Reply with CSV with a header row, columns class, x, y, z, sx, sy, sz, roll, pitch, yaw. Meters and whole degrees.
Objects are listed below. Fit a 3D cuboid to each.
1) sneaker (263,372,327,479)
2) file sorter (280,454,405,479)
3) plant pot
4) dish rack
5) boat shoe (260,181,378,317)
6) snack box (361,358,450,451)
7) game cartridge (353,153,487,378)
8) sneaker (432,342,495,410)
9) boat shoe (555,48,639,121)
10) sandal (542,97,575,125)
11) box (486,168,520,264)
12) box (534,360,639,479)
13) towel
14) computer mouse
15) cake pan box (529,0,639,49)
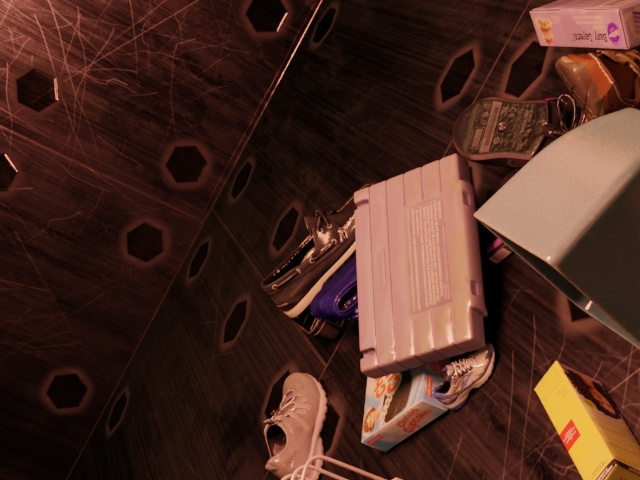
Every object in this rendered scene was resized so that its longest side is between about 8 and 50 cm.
class,x,y,z,sx,sy,sz,roll,pitch,yaw
sneaker,-0.057,0.359,2.344,0.105,0.115,0.281,-51,24,29
file sorter,-0.010,0.490,1.948,0.278,0.173,0.193,132,158,-57
plant pot,0.405,-0.031,1.560,0.252,0.247,0.248,-51,22,2
dish rack,0.037,0.071,2.516,0.272,0.074,0.208,-62,23,1
boat shoe,-0.001,-0.001,2.435,0.340,0.113,0.127,-50,16,16
snack box,0.157,0.196,2.107,0.187,0.060,0.322,-44,28,44
game cartridge,0.168,0.042,2.014,0.230,0.068,0.355,-17,57,27
sneaker,0.231,0.217,1.915,0.135,0.058,0.052,-55,23,20
boat shoe,0.428,-0.232,1.724,0.120,0.123,0.324,-33,-8,15
sandal,0.398,-0.222,2.051,0.179,0.040,0.067,-12,55,64
box,0.331,-0.052,2.030,0.116,0.029,0.162,-44,27,41
box,0.359,0.253,1.538,0.058,0.087,0.232,-56,23,20
towel,0.093,0.072,2.264,0.227,0.076,0.308,-44,4,-10
computer mouse,0.347,-0.170,2.014,0.272,0.072,0.189,14,82,44
cake pan box,0.486,-0.355,1.766,0.245,0.070,0.267,-24,16,-15
